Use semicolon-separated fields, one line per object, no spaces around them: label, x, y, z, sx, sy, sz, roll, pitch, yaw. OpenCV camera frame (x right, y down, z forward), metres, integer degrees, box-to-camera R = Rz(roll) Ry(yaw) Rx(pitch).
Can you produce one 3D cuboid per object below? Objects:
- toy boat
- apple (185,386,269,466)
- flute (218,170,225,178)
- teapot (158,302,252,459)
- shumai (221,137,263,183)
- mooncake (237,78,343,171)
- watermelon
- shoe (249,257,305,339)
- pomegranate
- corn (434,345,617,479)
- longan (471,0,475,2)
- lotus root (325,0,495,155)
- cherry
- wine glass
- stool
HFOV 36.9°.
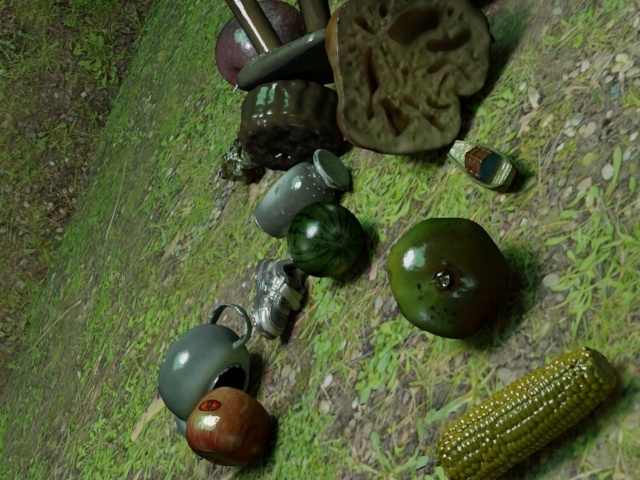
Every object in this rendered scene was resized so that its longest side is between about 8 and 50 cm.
toy boat;0.260;-0.122;1.533;0.065;0.066;0.172;-60;27;7
apple;-0.163;0.333;1.717;0.146;0.146;0.131;-22;41;49
flute;-0.175;-0.217;2.365;0.233;0.027;0.027;-35;37;39
teapot;-0.214;0.257;1.831;0.129;0.193;0.295;28;97;32
shumai;-0.171;-0.185;2.273;0.087;0.099;0.124;37;99;45
mooncake;-0.059;-0.233;1.991;0.228;0.228;0.124;-24;56;48
watermelon;0.000;0.000;1.767;0.187;0.140;0.141;-4;61;65
shoe;-0.073;0.105;1.853;0.092;0.089;0.180;-23;46;31
pomegranate;0.186;0.049;1.413;0.180;0.180;0.210;-55;1;9
corn;0.252;0.223;1.203;0.260;0.091;0.091;-43;36;26
longan;0.218;-0.631;1.791;0.405;0.404;0.336;-59;-3;2
lotus root;0.152;-0.294;1.713;0.316;0.316;0.250;-60;10;0
cherry;-0.153;-0.473;2.372;0.236;0.213;0.286;14;67;52
wine glass;-0.038;-0.092;1.937;0.204;0.111;0.111;-39;35;31
stool;-0.013;-0.455;1.972;0.310;0.310;0.226;-19;86;46
